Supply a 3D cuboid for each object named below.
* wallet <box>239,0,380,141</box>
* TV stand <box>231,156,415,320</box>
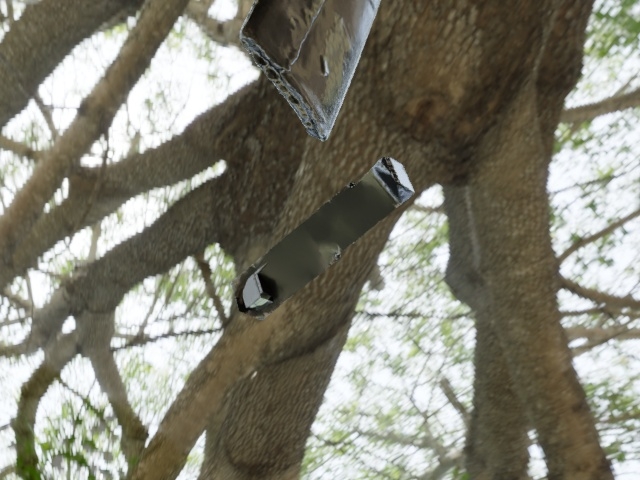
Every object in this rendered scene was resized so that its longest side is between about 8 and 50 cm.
[{"bbox_3d":[0.010,-0.280,1.261,0.044,0.170,0.321,-7,-134,32],"label":"wallet"},{"bbox_3d":[0.000,0.000,1.284,0.040,0.256,0.049,27,-147,-43],"label":"TV stand"}]
